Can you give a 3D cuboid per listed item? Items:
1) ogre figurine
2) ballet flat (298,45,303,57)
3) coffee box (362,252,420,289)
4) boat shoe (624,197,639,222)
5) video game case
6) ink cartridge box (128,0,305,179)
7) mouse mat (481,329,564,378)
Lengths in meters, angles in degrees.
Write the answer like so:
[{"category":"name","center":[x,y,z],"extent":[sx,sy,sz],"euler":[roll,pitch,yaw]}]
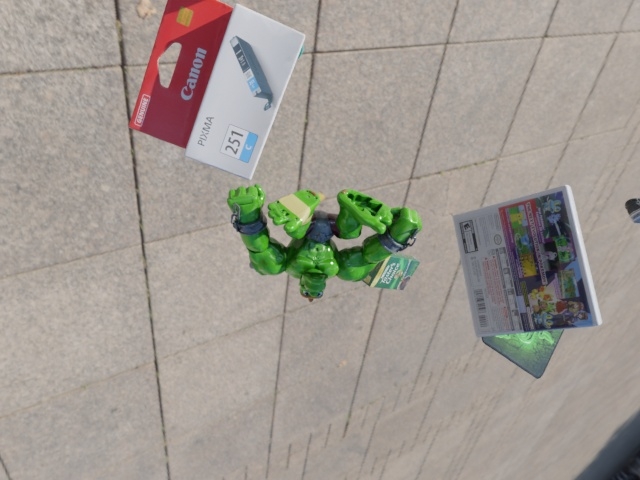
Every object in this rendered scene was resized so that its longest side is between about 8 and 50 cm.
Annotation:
[{"category":"ogre figurine","center":[0.000,0.000,0.553],"extent":[0.197,0.096,0.118],"euler":[-10,142,-22]},{"category":"ballet flat","center":[-0.165,-0.458,1.182],"extent":[0.248,0.087,0.083],"euler":[-4,124,-20]},{"category":"coffee box","center":[0.213,0.092,1.522],"extent":[0.184,0.040,0.113],"euler":[13,111,-48]},{"category":"boat shoe","center":[0.616,-0.057,0.946],"extent":[0.142,0.040,0.049],"euler":[2,148,-37]},{"category":"video game case","center":[0.303,0.037,0.766],"extent":[0.184,0.201,0.023],"euler":[-16,168,41]},{"category":"ink cartridge box","center":[-0.203,-0.298,0.965],"extent":[0.261,0.066,0.296],"euler":[20,105,-11]},{"category":"mouse mat","center":[0.381,0.154,0.927],"extent":[0.190,0.007,0.152],"euler":[33,80,-25]}]
